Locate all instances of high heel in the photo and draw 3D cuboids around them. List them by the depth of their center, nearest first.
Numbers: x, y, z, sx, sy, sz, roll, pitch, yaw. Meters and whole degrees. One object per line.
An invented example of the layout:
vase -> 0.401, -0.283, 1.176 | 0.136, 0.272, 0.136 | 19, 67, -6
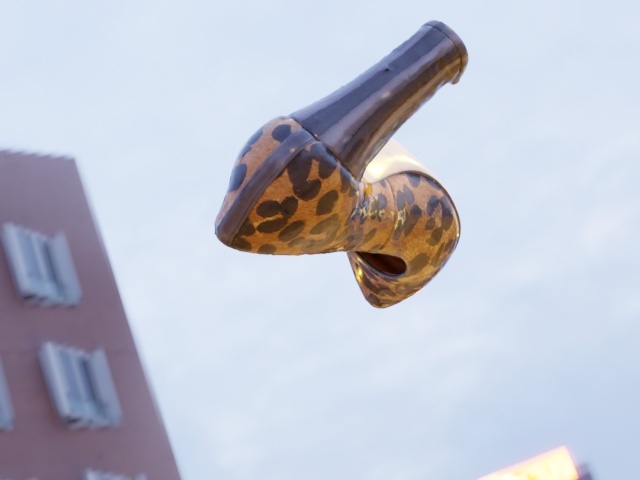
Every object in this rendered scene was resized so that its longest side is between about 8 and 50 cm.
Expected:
high heel -> 0.000, 0.000, 1.020 | 0.186, 0.093, 0.261 | -39, -25, -27
